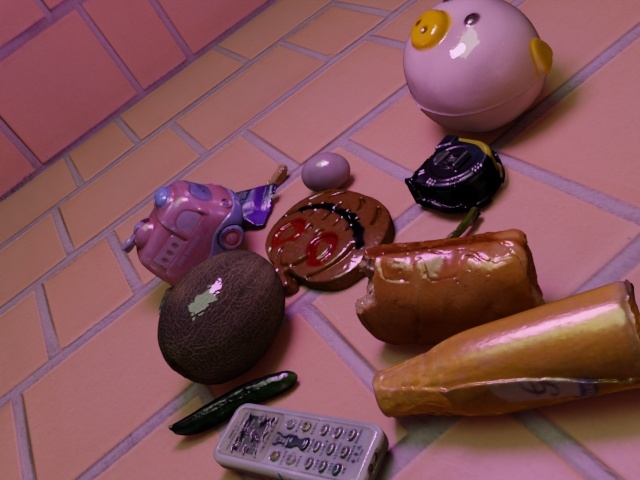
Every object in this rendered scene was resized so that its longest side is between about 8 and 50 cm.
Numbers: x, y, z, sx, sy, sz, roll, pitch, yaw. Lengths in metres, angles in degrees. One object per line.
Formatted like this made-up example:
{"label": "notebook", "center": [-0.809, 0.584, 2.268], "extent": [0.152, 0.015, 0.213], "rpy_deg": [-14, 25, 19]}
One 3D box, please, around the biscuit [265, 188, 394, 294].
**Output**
{"label": "biscuit", "center": [-0.001, -0.001, 1.662], "extent": [0.314, 0.063, 0.367], "rpy_deg": [-43, 35, -17]}

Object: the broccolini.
{"label": "broccolini", "center": [0.218, 0.004, 1.485], "extent": [0.271, 0.062, 0.123], "rpy_deg": [-33, 41, -6]}

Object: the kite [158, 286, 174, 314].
{"label": "kite", "center": [-0.374, 0.148, 1.833], "extent": [0.137, 0.005, 0.152], "rpy_deg": [-45, 36, -16]}

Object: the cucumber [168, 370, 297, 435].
{"label": "cucumber", "center": [-0.173, 0.326, 1.401], "extent": [0.284, 0.056, 0.056], "rpy_deg": [-26, 34, 6]}

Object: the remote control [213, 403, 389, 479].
{"label": "remote control", "center": [-0.039, 0.366, 1.223], "extent": [0.335, 0.066, 0.128], "rpy_deg": [-2, 47, 38]}

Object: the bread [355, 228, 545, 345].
{"label": "bread", "center": [0.221, 0.093, 1.242], "extent": [0.343, 0.195, 0.149], "rpy_deg": [-10, 20, 31]}

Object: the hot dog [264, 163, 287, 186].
{"label": "hot dog", "center": [-0.122, -0.178, 2.012], "extent": [0.090, 0.034, 0.030], "rpy_deg": [-54, 46, 2]}

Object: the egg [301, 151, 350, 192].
{"label": "egg", "center": [0.013, -0.179, 1.834], "extent": [0.134, 0.103, 0.103], "rpy_deg": [-15, 38, 24]}

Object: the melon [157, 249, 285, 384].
{"label": "melon", "center": [-0.202, 0.154, 1.471], "extent": [0.237, 0.238, 0.302], "rpy_deg": [5, 48, 43]}

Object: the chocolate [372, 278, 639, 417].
{"label": "chocolate", "center": [0.294, 0.204, 1.101], "extent": [0.445, 0.162, 0.162], "rpy_deg": [-22, 35, 25]}

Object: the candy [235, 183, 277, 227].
{"label": "candy", "center": [-0.248, -0.079, 1.964], "extent": [0.275, 0.070, 0.145], "rpy_deg": [-10, 48, 28]}

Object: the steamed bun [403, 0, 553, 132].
{"label": "steamed bun", "center": [0.364, -0.424, 1.672], "extent": [0.333, 0.334, 0.374], "rpy_deg": [-29, 39, 7]}

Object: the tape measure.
{"label": "tape measure", "center": [0.309, -0.150, 1.550], "extent": [0.199, 0.112, 0.186], "rpy_deg": [-47, 38, -18]}

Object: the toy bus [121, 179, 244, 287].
{"label": "toy bus", "center": [-0.348, -0.027, 1.788], "extent": [0.294, 0.231, 0.197], "rpy_deg": [-54, 32, 13]}
